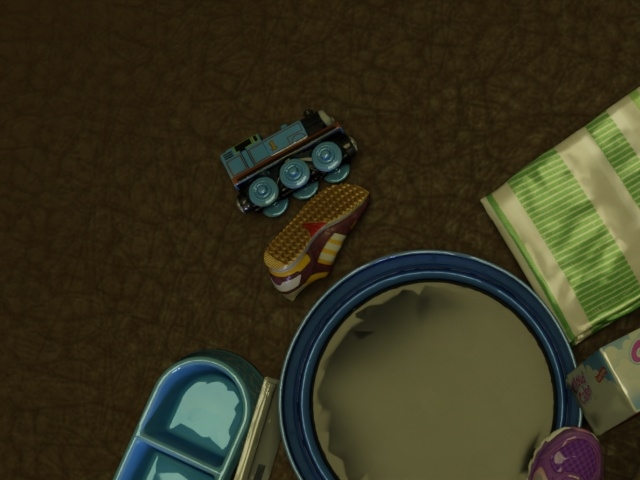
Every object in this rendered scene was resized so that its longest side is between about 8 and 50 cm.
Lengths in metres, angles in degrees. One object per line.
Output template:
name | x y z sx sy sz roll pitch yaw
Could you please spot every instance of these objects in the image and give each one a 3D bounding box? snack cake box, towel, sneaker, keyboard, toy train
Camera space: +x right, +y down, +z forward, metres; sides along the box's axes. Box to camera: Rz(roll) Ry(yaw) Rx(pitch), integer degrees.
snack cake box | 0.445 0.132 1.640 0.264 0.152 0.089 -25 77 -15
towel | 0.397 -0.046 1.738 0.325 0.038 0.248 -35 72 15
sneaker | 0.285 0.342 1.623 0.095 0.104 0.236 21 92 -5
keyboard | -0.088 0.309 1.781 0.014 0.072 0.256 13 83 31
toy train | -0.042 -0.109 1.839 0.184 0.080 0.105 -29 71 4
sneaker | 0.000 0.000 1.824 0.185 0.084 0.069 -41 48 -22

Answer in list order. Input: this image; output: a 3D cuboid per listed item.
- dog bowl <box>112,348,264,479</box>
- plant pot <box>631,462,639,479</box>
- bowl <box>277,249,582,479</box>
dog bowl | -0.180 0.286 1.799 0.166 0.074 0.297 23 86 12
plant pot | 0.442 0.413 1.570 0.334 0.334 0.305 18 73 12
bowl | 0.143 0.209 1.754 0.391 0.077 0.391 -2 81 10
